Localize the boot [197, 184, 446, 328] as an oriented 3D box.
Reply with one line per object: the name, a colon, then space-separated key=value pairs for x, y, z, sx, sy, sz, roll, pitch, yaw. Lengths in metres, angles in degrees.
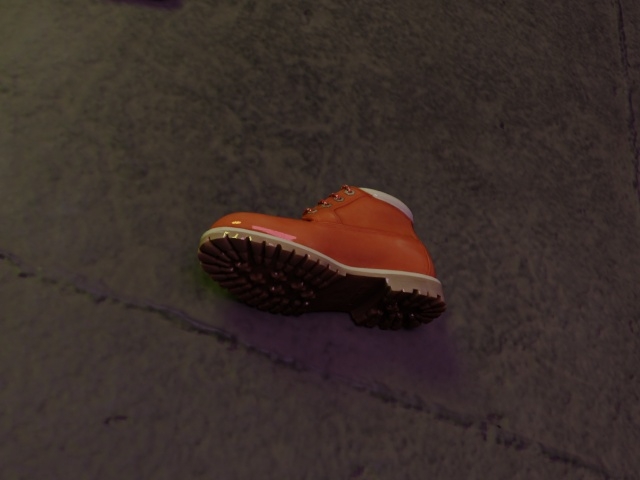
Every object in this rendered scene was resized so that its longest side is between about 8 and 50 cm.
boot: x=0.000 y=0.000 z=0.417 sx=0.158 sy=0.059 sz=0.084 roll=14 pitch=53 yaw=-30
